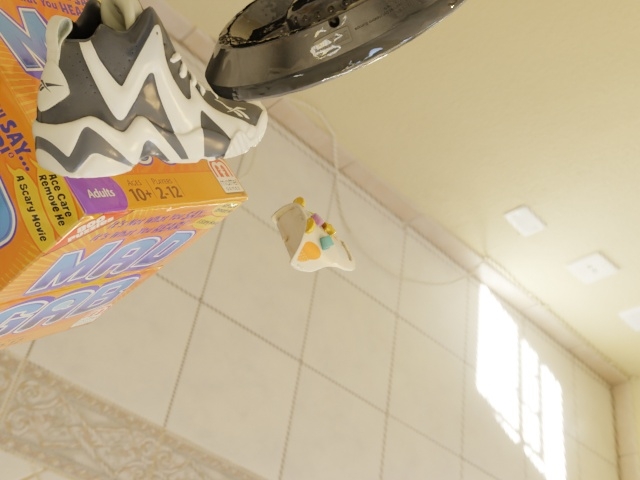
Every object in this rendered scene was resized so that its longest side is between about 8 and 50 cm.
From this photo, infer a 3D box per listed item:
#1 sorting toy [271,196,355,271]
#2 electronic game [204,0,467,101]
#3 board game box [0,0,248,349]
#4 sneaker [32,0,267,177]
[{"bbox_3d":[0.000,0.000,0.763,0.075,0.045,0.083,29,20,-32],"label":"sorting toy"},{"bbox_3d":[0.019,-0.169,0.569,0.048,0.229,0.229,61,36,-28],"label":"electronic game"},{"bbox_3d":[-0.393,-0.092,1.029,0.356,0.356,0.356,57,22,7],"label":"board game box"},{"bbox_3d":[-0.135,-0.147,0.669,0.235,0.094,0.153,-15,117,-40],"label":"sneaker"}]
